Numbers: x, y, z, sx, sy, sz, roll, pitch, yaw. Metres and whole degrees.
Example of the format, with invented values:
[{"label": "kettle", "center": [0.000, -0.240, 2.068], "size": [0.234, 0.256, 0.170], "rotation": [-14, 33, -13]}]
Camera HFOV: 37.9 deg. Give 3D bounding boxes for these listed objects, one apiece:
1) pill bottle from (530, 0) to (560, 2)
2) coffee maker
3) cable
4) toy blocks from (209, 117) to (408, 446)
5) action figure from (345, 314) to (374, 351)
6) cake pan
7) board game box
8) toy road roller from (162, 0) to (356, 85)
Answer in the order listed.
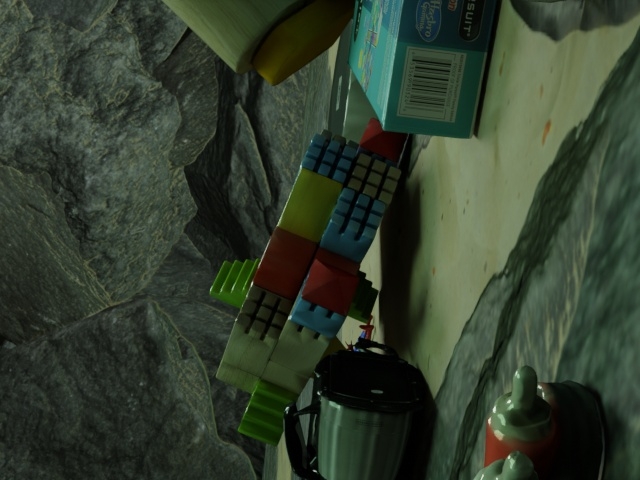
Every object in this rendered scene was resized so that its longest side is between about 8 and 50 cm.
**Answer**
[{"label": "pill bottle", "center": [-0.030, -0.267, 0.516], "size": [0.224, 0.391, 0.224], "rotation": [-174, 90, -84]}, {"label": "coffee maker", "center": [0.041, 0.205, 0.881], "size": [0.171, 0.120, 0.178], "rotation": [-20, -60, -64]}, {"label": "cable", "center": [0.089, 0.180, 0.495], "size": [0.140, 0.072, 0.287], "rotation": [-82, 2, -47]}, {"label": "toy blocks", "center": [0.000, 0.000, 1.036], "size": [0.261, 0.190, 0.382], "rotation": [115, 178, -55]}, {"label": "action figure", "center": [0.048, 0.149, 1.208], "size": [0.038, 0.030, 0.115], "rotation": [-102, 16, -57]}, {"label": "cake pan", "center": [0.053, -0.214, 1.390], "size": [0.293, 0.054, 0.293], "rotation": [-174, 90, -84]}, {"label": "board game box", "center": [0.093, -0.259, 0.867], "size": [0.336, 0.079, 0.254], "rotation": [-99, 16, -70]}, {"label": "toy road roller", "center": [-0.014, -0.364, 1.088], "size": [0.329, 0.202, 0.240], "rotation": [-44, -3, -38]}]
